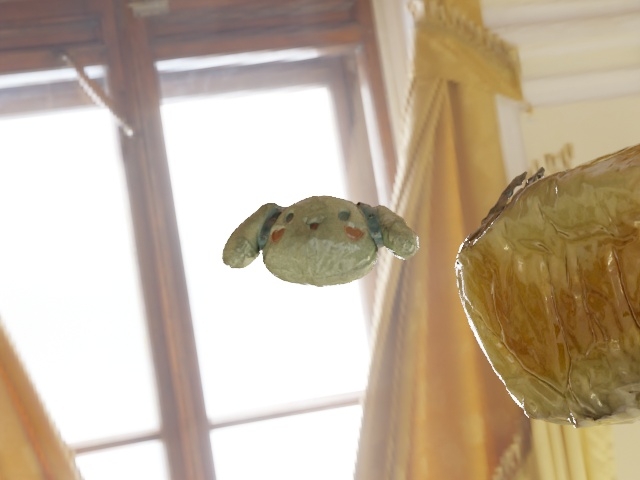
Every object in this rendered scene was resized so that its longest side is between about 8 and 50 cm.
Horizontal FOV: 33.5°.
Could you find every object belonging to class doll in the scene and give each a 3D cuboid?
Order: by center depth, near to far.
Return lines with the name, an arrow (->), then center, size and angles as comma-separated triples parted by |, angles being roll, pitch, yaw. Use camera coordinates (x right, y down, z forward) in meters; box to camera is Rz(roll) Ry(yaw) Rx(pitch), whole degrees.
doll -> 0.000, 0.000, 1.123 | 0.214, 0.103, 0.071 | -3, 138, 16

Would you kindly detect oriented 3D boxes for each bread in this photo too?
bread -> 0.275, 0.035, 0.837 | 0.183, 0.236, 0.388 | -20, -178, -26
